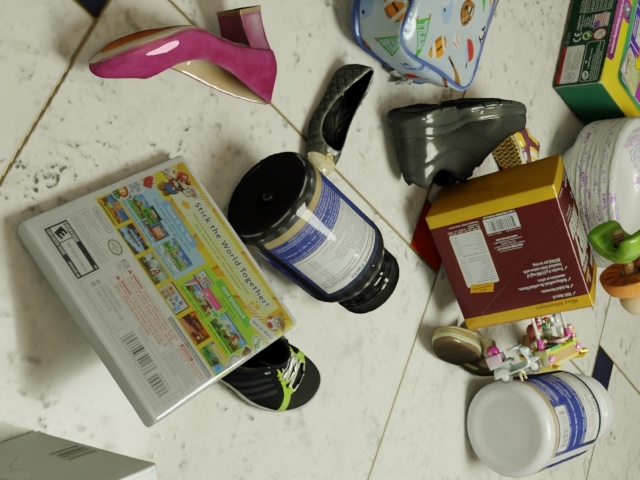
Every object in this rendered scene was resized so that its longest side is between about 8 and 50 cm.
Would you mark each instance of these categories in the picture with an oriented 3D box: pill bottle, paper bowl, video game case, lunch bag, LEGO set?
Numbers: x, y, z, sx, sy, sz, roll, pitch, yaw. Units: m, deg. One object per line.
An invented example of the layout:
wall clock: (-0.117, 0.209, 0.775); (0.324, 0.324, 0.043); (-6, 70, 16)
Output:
pill bottle: (0.375, 0.296, 1.401); (0.264, 0.153, 0.153); (2, 88, -48)
paper bowl: (0.550, -0.088, 1.603); (0.284, 0.148, 0.284); (1, 89, -48)
pill bottle: (0.000, 0.000, 1.021); (0.219, 0.122, 0.123); (41, 61, -40)
video game case: (-0.157, 0.040, 0.850); (0.206, 0.026, 0.227); (-31, 84, -43)
lunch bag: (0.165, -0.365, 1.183); (0.243, 0.115, 0.303); (15, 93, -53)
LEGO set: (0.356, 0.145, 1.361); (0.287, 0.132, 0.107); (-7, 80, -66)

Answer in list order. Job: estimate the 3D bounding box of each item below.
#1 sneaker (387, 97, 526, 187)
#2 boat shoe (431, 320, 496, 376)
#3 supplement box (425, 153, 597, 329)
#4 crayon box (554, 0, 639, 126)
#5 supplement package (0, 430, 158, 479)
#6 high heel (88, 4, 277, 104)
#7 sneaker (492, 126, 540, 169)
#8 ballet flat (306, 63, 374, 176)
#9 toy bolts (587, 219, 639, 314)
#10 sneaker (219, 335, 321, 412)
sneaker: (0.211, -0.151, 1.283); (0.286, 0.109, 0.130); (-14, 106, -37)
boat shoe: (0.227, 0.157, 1.318); (0.190, 0.068, 0.072); (37, 51, -52)
supplement box: (0.288, 0.004, 1.251); (0.194, 0.191, 0.129); (67, 27, -17)
crayon box: (0.618, -0.386, 1.715); (0.313, 0.106, 0.363); (35, 65, -43)
supplement package: (-0.238, 0.290, 0.702); (0.149, 0.194, 0.203); (-11, 98, -46)
high heel: (-0.140, -0.178, 0.915); (0.244, 0.082, 0.117); (-34, 121, -48)
sneaker: (0.354, -0.127, 1.448); (0.084, 0.069, 0.186); (-39, 118, -35)
ballet flat: (0.024, -0.162, 1.102); (0.057, 0.049, 0.173); (36, 64, -40)
toy bolts: (0.442, 0.069, 1.443); (0.218, 0.228, 0.159); (-28, 109, -19)
sneaker: (-0.064, 0.145, 0.966); (0.234, 0.097, 0.084); (32, 67, -42)
